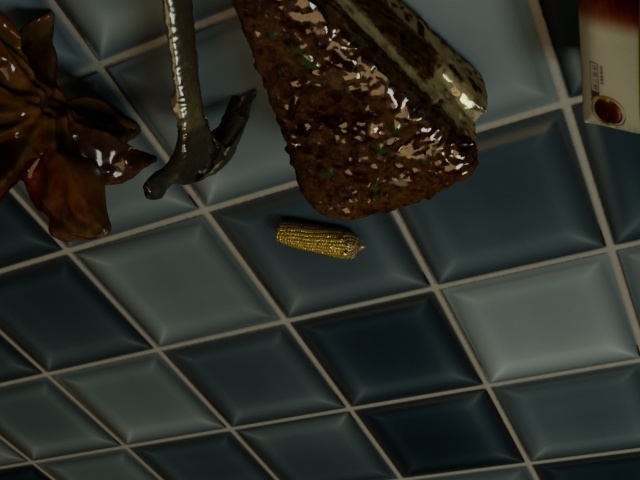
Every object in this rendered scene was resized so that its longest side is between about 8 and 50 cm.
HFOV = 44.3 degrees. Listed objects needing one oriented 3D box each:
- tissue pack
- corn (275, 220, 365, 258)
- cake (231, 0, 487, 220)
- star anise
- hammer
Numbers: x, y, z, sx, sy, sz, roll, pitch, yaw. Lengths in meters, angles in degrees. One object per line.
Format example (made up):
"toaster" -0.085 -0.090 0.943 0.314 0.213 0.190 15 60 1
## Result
"tissue pack" 0.220 -0.144 0.477 0.106 0.099 0.149 21 145 39
"corn" 0.000 0.000 0.724 0.083 0.028 0.027 11 114 -1
"cake" -0.008 -0.124 0.549 0.246 0.112 0.135 38 131 -25
"star anise" -0.216 -0.077 0.566 0.111 0.196 0.212 -32 143 14
"hammer" -0.098 -0.173 0.535 0.027 0.125 0.297 18 130 28
